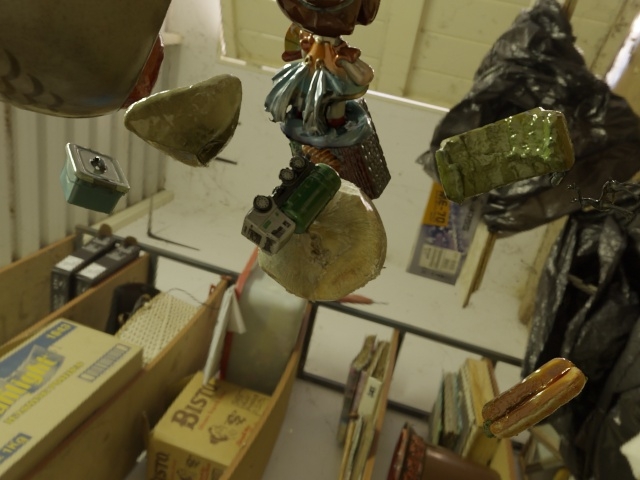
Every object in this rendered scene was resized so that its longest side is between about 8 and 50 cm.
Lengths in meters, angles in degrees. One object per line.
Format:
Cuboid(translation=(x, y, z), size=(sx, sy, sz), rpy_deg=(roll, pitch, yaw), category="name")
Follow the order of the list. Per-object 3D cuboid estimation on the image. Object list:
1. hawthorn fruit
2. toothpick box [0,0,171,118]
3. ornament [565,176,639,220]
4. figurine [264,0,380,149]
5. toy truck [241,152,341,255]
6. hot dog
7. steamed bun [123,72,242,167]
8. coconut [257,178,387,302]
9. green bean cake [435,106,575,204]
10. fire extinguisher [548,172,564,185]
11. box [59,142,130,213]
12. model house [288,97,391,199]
Cuboid(translation=(-0.519, -0.464, 1.360), size=(0.258, 0.258, 0.261), rpy_deg=(-18, -86, -81), category="hawthorn fruit")
Cuboid(translation=(-0.444, -0.413, 0.772), size=(0.409, 0.425, 0.409), rpy_deg=(-38, 41, 43), category="toothpick box")
Cuboid(translation=(0.523, -0.086, 1.003), size=(0.028, 0.125, 0.073), rpy_deg=(-23, -52, -44), category="ornament")
Cuboid(translation=(-0.011, -0.367, 0.943), size=(0.248, 0.277, 0.388), rpy_deg=(-29, -41, -34), category="figurine")
Cuboid(translation=(-0.060, -0.081, 1.171), size=(0.242, 0.125, 0.101), rpy_deg=(-51, -3, -27), category="toy truck")
Cuboid(translation=(0.459, 0.353, 1.173), size=(0.250, 0.076, 0.104), rpy_deg=(-41, 22, 9), category="hot dog")
Cuboid(translation=(-0.246, -0.213, 1.077), size=(0.212, 0.231, 0.110), rpy_deg=(84, 163, -69), category="steamed bun")
Cuboid(translation=(0.000, 0.000, 1.448), size=(0.360, 0.346, 0.346), rpy_deg=(16, -91, -67), category="coconut")
Cuboid(translation=(0.343, -0.165, 1.043), size=(0.233, 0.236, 0.124), rpy_deg=(-42, -66, -76), category="green bean cake")
Cuboid(translation=(0.728, -0.190, 1.666), size=(0.083, 0.038, 0.025), rpy_deg=(60, -128, -70), category="fire extinguisher")
Cuboid(translation=(-0.671, -0.185, 1.586), size=(0.162, 0.227, 0.130), rpy_deg=(18, -68, -41), category="box")
Cuboid(translation=(0.084, -0.273, 1.829), size=(0.339, 0.297, 0.360), rpy_deg=(-128, 17, -71), category="model house")
